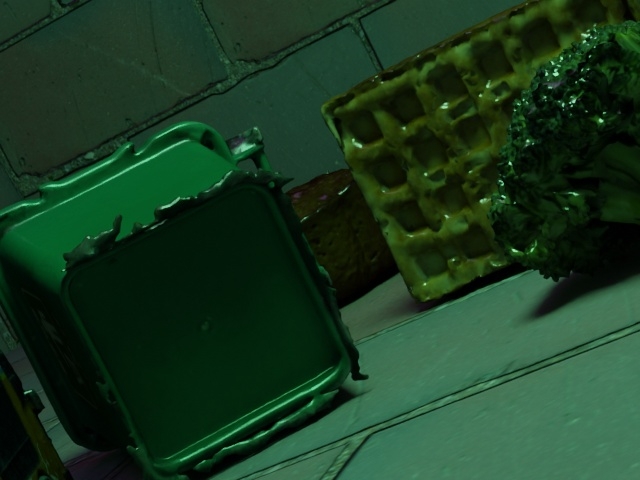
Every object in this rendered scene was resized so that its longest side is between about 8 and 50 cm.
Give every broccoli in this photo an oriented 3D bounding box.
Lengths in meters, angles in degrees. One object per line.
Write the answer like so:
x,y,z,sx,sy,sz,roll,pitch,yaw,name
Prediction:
0.230,-0.071,1.117,0.176,0.198,0.226,11,55,22,broccoli

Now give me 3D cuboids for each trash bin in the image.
-0.111,0.047,1.286,0.295,0.259,0.381,-28,12,-12,trash bin

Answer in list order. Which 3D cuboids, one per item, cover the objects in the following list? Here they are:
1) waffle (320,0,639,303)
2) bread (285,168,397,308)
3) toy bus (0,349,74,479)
0.179,-0.093,1.314,0.308,0.213,0.091,-25,4,30,waffle
-0.004,0.001,1.720,0.232,0.135,0.246,-22,7,42,bread
-0.282,0.186,1.106,0.138,0.167,0.275,-27,4,2,toy bus
